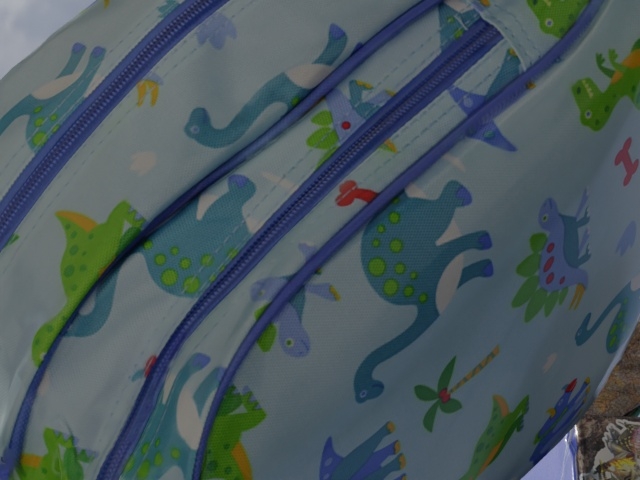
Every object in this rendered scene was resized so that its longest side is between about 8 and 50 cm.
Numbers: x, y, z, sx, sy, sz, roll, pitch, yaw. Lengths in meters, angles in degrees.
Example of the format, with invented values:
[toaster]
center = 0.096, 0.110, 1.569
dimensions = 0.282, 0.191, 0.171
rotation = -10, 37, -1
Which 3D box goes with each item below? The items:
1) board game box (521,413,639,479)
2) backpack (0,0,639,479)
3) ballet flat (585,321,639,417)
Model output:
[board game box]
center = 0.243, 0.206, 0.854
dimensions = 0.291, 0.232, 0.141
rotation = 4, -113, -13
[backpack]
center = 0.000, 0.000, 0.581
dimensions = 0.355, 0.290, 0.273
rotation = -24, -127, -15
[ballet flat]
center = 0.205, 0.075, 1.002
dimensions = 0.106, 0.316, 0.107
rotation = 52, -162, 8
